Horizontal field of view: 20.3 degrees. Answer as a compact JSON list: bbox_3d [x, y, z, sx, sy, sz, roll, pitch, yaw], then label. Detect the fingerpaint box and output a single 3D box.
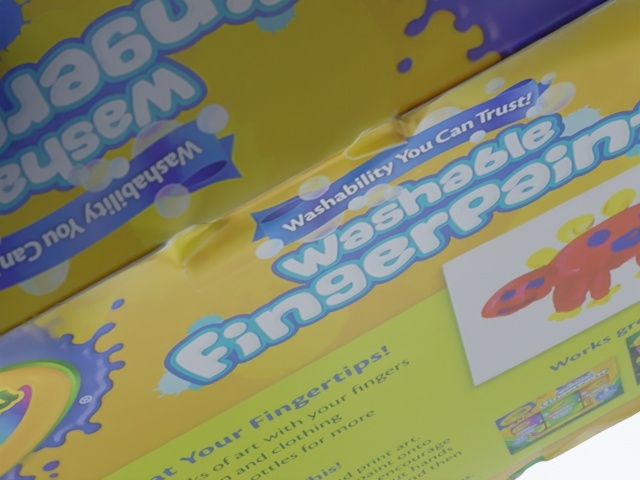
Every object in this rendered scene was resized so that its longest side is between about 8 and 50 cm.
[{"bbox_3d":[0.000,0.000,0.804,0.445,0.371,0.163,-30,-120,1],"label":"fingerpaint box"}]
